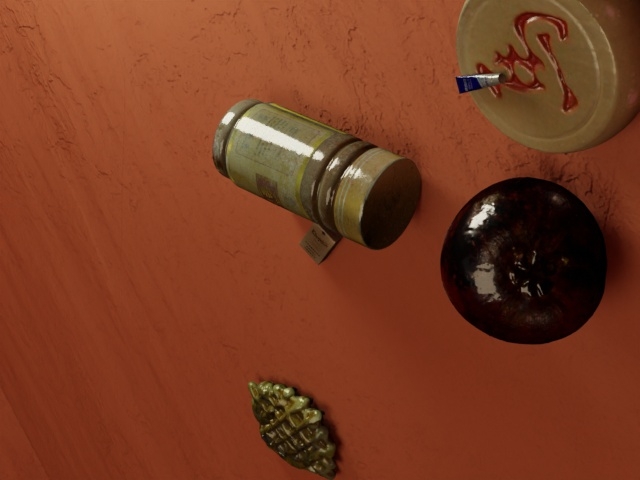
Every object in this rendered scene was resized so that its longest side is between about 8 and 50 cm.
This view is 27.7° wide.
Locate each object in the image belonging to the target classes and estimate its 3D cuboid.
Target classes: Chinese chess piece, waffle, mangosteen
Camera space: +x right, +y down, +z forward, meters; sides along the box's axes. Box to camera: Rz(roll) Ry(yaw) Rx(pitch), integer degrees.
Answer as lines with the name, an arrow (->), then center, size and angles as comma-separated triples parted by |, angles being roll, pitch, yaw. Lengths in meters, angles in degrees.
Chinese chess piece -> 0.300, -0.241, 1.668 | 0.273, 0.102, 0.273 | 28, 137, 31
waffle -> -0.056, 0.375, 2.578 | 0.223, 0.054, 0.204 | 21, 132, 37
mangosteen -> 0.287, 0.026, 1.837 | 0.235, 0.235, 0.261 | 57, -174, -4

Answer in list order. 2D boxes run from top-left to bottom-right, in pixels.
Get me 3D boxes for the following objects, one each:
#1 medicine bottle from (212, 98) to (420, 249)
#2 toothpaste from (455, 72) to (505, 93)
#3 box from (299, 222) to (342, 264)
medicine bottle -> -0.012, -0.112, 2.065 | 0.322, 0.151, 0.151 | 26, 135, 32
toothpaste -> 0.208, -0.207, 1.699 | 0.083, 0.015, 0.024 | 1, 110, 53
box -> 0.000, 0.000, 2.246 | 0.053, 0.024, 0.083 | 48, 141, 7
